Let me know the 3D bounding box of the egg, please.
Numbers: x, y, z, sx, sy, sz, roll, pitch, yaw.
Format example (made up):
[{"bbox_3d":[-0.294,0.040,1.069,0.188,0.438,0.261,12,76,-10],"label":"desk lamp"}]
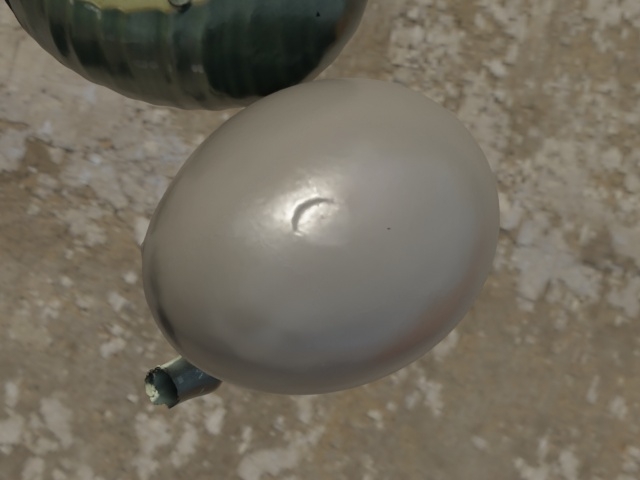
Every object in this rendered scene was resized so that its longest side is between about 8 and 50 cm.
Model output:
[{"bbox_3d":[0.000,0.000,0.830,0.232,0.176,0.176,-31,118,-39],"label":"egg"}]

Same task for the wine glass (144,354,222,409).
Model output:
[{"bbox_3d":[-0.086,0.090,1.022,0.083,0.039,0.042,-19,147,-50],"label":"wine glass"}]

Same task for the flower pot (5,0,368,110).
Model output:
[{"bbox_3d":[-0.087,-0.177,0.881,0.157,0.243,0.189,12,92,-76],"label":"flower pot"}]
